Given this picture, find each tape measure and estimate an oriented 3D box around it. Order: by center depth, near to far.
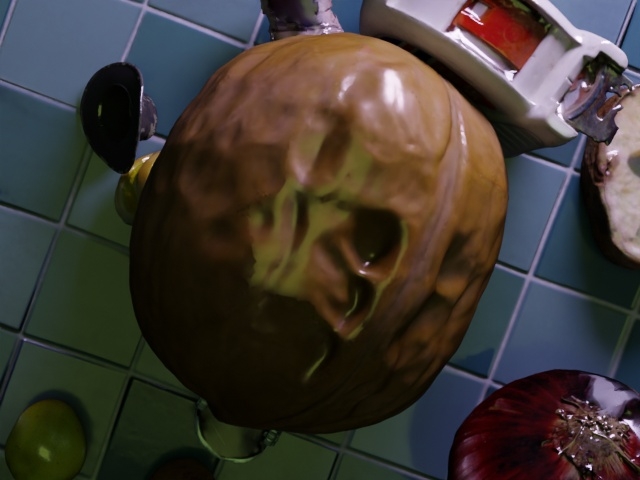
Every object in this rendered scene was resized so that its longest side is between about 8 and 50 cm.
[{"bbox_3d":[0.167,-0.190,1.599,0.265,0.258,0.130,38,85,-6],"label":"tape measure"}]

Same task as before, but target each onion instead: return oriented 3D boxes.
[{"bbox_3d":[0.264,0.277,1.663,0.273,0.285,0.273,-1,50,2],"label":"onion"}]

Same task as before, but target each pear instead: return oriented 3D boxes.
[{"bbox_3d":[-0.287,0.216,1.680,0.092,0.092,0.097,22,75,-7],"label":"pear"}]

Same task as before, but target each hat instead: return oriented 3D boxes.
[{"bbox_3d":[-0.201,-0.128,1.669,0.050,0.121,0.121,1,96,-42],"label":"hat"}]

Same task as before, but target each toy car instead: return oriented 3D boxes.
[{"bbox_3d":[-0.064,0.141,1.707,0.095,0.056,0.205,29,87,-7],"label":"toy car"}]

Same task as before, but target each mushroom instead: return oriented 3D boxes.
[{"bbox_3d":[-0.129,0.279,1.708,0.129,0.073,0.088,6,60,-9],"label":"mushroom"}]

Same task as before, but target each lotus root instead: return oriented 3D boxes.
[{"bbox_3d":[0.373,-0.093,1.723,0.170,0.074,0.261,21,92,-4],"label":"lotus root"}]

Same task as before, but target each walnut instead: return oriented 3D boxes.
[{"bbox_3d":[0.000,0.000,1.526,0.354,0.308,0.398,23,94,-25],"label":"walnut"}]

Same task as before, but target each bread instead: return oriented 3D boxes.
[{"bbox_3d":[-0.142,-0.057,1.670,0.157,0.094,0.083,-8,100,4],"label":"bread"}]

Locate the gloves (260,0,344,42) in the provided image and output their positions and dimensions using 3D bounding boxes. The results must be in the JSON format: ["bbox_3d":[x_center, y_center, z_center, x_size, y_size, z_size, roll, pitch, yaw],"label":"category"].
[{"bbox_3d":[-0.014,-0.204,1.667,0.110,0.094,0.144,9,113,3],"label":"gloves"}]
